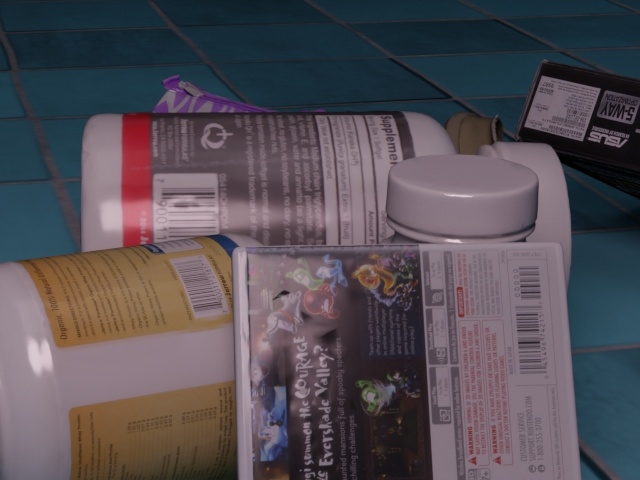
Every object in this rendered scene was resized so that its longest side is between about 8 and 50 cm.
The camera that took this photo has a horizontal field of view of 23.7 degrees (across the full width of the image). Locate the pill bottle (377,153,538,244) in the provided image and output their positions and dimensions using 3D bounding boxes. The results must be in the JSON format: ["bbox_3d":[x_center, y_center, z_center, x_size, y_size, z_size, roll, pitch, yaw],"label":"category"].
[{"bbox_3d":[0.077,0.051,0.873,0.112,0.187,0.112,1,18,0],"label":"pill bottle"}]

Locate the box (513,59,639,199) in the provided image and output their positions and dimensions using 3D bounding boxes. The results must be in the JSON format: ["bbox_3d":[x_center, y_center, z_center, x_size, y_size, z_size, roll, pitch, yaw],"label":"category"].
[{"bbox_3d":[0.351,-0.056,1.244,0.307,0.076,0.242,19,0,41],"label":"box"}]

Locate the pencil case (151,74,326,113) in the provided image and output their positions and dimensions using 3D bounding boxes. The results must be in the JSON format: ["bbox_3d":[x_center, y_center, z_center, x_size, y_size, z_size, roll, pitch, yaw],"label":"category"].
[{"bbox_3d":[-0.073,-0.102,1.474,0.206,0.088,0.086,17,26,36],"label":"pencil case"}]

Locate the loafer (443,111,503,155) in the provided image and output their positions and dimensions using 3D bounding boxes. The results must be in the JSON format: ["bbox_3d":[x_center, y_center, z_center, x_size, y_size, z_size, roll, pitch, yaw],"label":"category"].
[{"bbox_3d":[0.141,-0.028,1.265,0.092,0.102,0.268,5,28,6],"label":"loafer"}]

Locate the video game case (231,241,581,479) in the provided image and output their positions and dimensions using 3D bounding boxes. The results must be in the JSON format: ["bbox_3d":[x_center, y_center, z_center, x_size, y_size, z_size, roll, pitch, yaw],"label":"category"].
[{"bbox_3d":[0.044,0.095,0.770,0.173,0.190,0.022,-1,-14,-6],"label":"video game case"}]

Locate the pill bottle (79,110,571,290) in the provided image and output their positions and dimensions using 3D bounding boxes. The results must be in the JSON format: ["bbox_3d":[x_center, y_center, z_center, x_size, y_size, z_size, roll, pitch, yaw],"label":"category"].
[{"bbox_3d":[0.000,0.000,1.036,0.318,0.176,0.176,-1,19,-6],"label":"pill bottle"}]

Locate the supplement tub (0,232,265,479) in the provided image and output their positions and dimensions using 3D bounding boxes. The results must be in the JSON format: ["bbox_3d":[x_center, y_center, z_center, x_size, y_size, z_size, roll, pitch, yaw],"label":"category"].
[{"bbox_3d":[-0.120,0.076,0.851,0.199,0.144,0.144,-7,20,-25],"label":"supplement tub"}]
